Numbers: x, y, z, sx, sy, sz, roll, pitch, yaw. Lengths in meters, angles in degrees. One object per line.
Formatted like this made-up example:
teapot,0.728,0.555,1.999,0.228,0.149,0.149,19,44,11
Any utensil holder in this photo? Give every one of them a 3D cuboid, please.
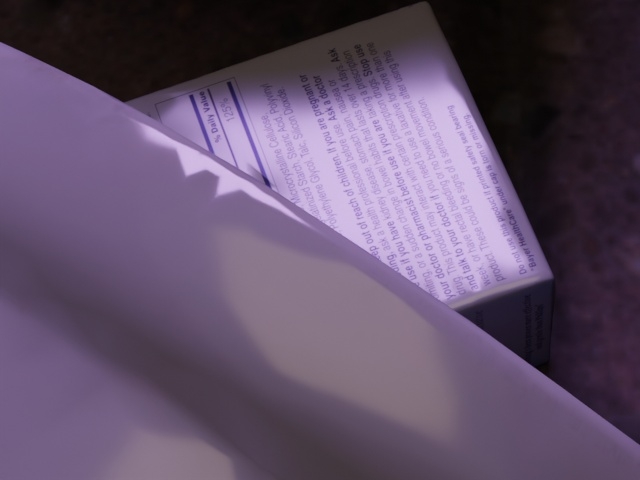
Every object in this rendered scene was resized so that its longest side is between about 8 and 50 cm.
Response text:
utensil holder,-0.088,0.198,0.429,0.327,0.327,0.385,31,79,20

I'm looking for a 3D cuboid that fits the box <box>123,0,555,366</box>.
box,0.000,0.000,0.681,0.137,0.072,0.126,-19,62,-4
